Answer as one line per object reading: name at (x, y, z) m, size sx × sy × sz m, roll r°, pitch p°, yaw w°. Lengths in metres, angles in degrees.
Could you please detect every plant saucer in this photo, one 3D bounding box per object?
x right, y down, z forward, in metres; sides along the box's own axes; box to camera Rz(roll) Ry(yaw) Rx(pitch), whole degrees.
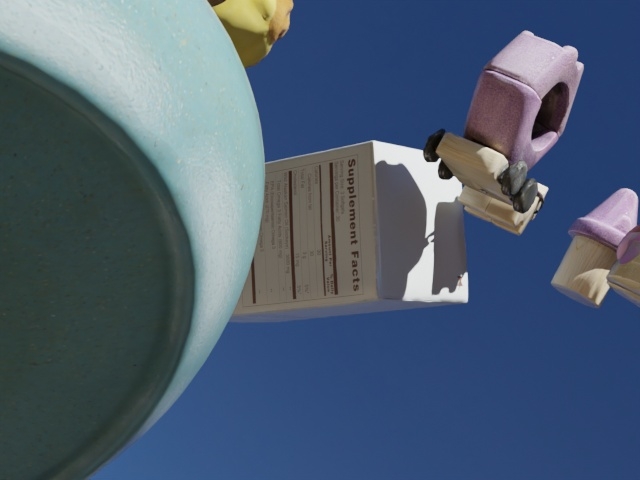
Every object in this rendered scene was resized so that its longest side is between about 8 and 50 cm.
plant saucer at (-0.164, 0.022, 0.353) m, size 0.317 × 0.317 × 0.044 m, roll 96°, pitch -22°, yaw -46°

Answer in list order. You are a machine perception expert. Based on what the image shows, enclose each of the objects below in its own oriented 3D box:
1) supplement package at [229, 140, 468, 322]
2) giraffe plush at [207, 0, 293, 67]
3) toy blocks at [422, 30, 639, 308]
supplement package at (0.000, 0.000, 0.822) m, size 0.179 × 0.105 × 0.105 m, roll -8°, pitch -100°, yaw 39°
giraffe plush at (-0.080, -0.174, 0.588) m, size 0.210 × 0.181 × 0.170 m, roll 35°, pitch -5°, yaw -20°
toy blocks at (0.290, -0.065, 0.757) m, size 0.309 × 0.260 × 0.288 m, roll 26°, pitch -6°, yaw 28°
